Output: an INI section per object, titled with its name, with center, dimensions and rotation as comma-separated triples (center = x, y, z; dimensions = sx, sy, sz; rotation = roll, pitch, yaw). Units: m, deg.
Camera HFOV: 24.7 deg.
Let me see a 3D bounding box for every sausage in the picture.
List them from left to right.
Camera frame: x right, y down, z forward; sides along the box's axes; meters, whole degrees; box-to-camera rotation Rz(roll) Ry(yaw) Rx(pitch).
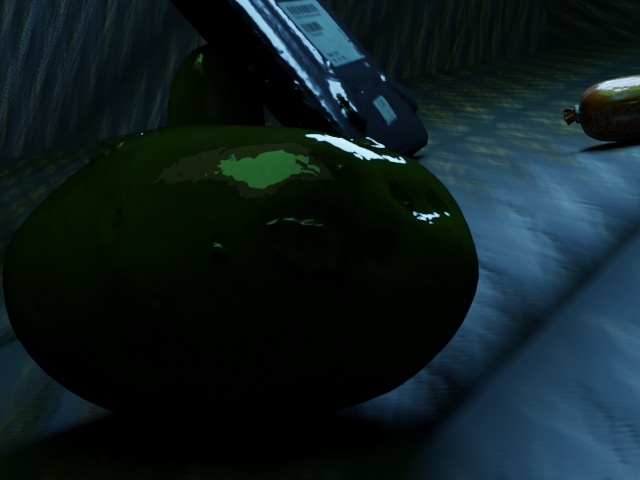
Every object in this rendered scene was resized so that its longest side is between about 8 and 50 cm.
[sausage]
center = 0.377, -0.148, 1.560
dimensions = 0.234, 0.071, 0.071
rotation = -10, 9, 3

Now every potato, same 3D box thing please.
[potato]
center = -0.042, 0.013, 0.720
dimensions = 0.253, 0.148, 0.186
rotation = -4, 12, 27

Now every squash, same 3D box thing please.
[squash]
center = -0.118, -0.134, 1.662
dimensions = 0.123, 0.186, 0.123
rotation = -3, 11, 1

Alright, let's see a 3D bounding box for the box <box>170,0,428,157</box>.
[box]
center = -0.029, -0.216, 1.658
dimensions = 0.091, 0.350, 0.359
rotation = -43, -3, 18
